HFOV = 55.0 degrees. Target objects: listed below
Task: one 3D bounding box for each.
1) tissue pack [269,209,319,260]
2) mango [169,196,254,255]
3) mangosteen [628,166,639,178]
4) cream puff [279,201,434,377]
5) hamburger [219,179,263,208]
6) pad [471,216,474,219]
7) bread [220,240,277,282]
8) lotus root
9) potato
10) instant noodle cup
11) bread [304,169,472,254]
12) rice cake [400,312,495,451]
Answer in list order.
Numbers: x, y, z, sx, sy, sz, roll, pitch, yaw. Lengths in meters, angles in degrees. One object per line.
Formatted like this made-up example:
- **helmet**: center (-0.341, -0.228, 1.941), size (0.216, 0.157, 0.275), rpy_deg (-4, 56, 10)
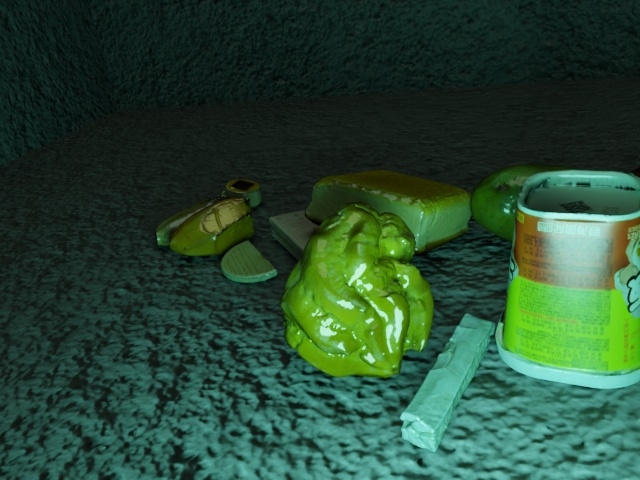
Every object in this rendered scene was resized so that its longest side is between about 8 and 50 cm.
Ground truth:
- **tissue pack**: center (0.000, 0.000, 1.598), size (0.170, 0.071, 0.325), rpy_deg (-15, 25, -20)
- **mango**: center (-0.293, -0.028, 1.687), size (0.252, 0.126, 0.154), rpy_deg (-26, 45, -20)
- **mangosteen**: center (0.819, -0.092, 1.520), size (0.146, 0.181, 0.156), rpy_deg (-46, -3, 17)
- **cream puff**: center (0.095, 0.105, 1.137), size (0.257, 0.291, 0.324), rpy_deg (32, 21, 23)
- **hamburger**: center (-0.255, -0.143, 1.973), size (0.141, 0.081, 0.126), rpy_deg (5, 28, 0)
- **pad**: center (0.390, -0.095, 1.754), size (0.233, 0.022, 0.174), rpy_deg (0, 26, 15)
- **bread**: center (-0.195, 0.067, 1.560), size (0.112, 0.036, 0.193), rpy_deg (-23, 32, -20)
- **lotus root**: center (-0.367, -0.052, 1.797), size (0.258, 0.097, 0.110), rpy_deg (-28, 27, -22)
- **potato**: center (0.515, -0.082, 1.466), size (0.305, 0.215, 0.216), rpy_deg (0, 26, 10)
- **instant noodle cup**: center (0.451, 0.051, 1.084), size (0.294, 0.307, 0.294), rpy_deg (-7, 25, 3)
- **bread**: center (0.183, -0.081, 1.556), size (0.324, 0.143, 0.333), rpy_deg (19, 20, 33)
- **rice cake**: center (0.228, 0.229, 1.062), size (0.066, 0.063, 0.336), rpy_deg (15, 31, 25)
